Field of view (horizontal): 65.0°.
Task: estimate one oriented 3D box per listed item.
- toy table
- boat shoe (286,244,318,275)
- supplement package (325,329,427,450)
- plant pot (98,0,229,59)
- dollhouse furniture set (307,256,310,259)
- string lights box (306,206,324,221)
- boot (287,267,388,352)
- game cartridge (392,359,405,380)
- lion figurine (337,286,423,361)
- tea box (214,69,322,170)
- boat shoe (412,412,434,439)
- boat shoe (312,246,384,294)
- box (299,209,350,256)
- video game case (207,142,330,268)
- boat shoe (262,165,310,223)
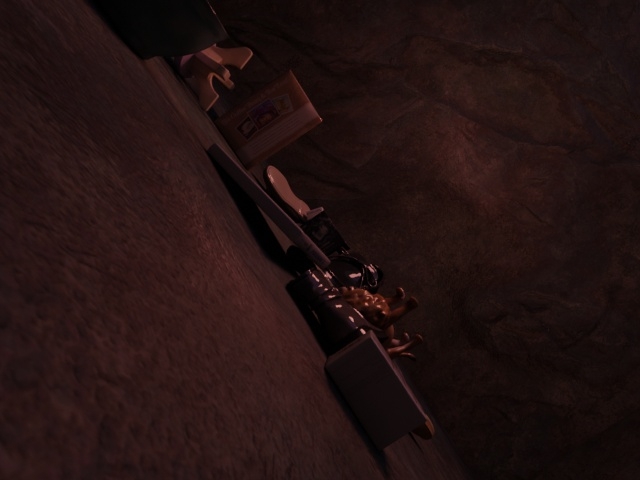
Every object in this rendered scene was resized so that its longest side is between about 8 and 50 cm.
[{"bbox_3d":[-0.366,-0.580,1.679,0.161,0.252,0.274,39,13,-7],"label":"toy table"},{"bbox_3d":[-0.035,0.071,1.325,0.049,0.056,0.152,7,-38,46],"label":"boat shoe"},{"bbox_3d":[0.102,0.274,0.939,0.179,0.105,0.105,57,2,5],"label":"supplement package"},{"bbox_3d":[-0.373,-0.538,1.136,0.293,0.196,0.293,56,2,-3],"label":"plant pot"},{"bbox_3d":[-0.010,0.112,1.801,0.076,0.058,0.151,49,-22,39],"label":"dollhouse furniture set"},{"bbox_3d":[0.012,0.010,2.056,0.133,0.077,0.259,52,24,-59],"label":"string lights box"},{"bbox_3d":[0.046,0.170,1.187,0.222,0.118,0.338,52,-3,18],"label":"boot"},{"bbox_3d":[0.254,0.473,1.931,0.198,0.062,0.297,61,3,8],"label":"game cartridge"},{"bbox_3d":[0.170,0.279,1.493,0.142,0.240,0.392,42,-25,54],"label":"lion figurine"},{"bbox_3d":[-0.198,-0.455,1.916,0.220,0.329,0.323,56,4,-13],"label":"tea box"},{"bbox_3d":[0.263,0.522,1.471,0.190,0.068,0.072,46,16,-6],"label":"boat shoe"},{"bbox_3d":[0.093,0.116,1.671,0.187,0.156,0.500,49,11,22],"label":"boat shoe"},{"bbox_3d":[0.000,0.000,1.886,0.158,0.156,0.093,57,4,22],"label":"box"},{"bbox_3d":[-0.121,-0.078,1.280,0.329,0.036,0.300,46,-1,20],"label":"video game case"},{"bbox_3d":[-0.155,-0.167,2.036,0.335,0.095,0.112,49,36,-44],"label":"boat shoe"}]
